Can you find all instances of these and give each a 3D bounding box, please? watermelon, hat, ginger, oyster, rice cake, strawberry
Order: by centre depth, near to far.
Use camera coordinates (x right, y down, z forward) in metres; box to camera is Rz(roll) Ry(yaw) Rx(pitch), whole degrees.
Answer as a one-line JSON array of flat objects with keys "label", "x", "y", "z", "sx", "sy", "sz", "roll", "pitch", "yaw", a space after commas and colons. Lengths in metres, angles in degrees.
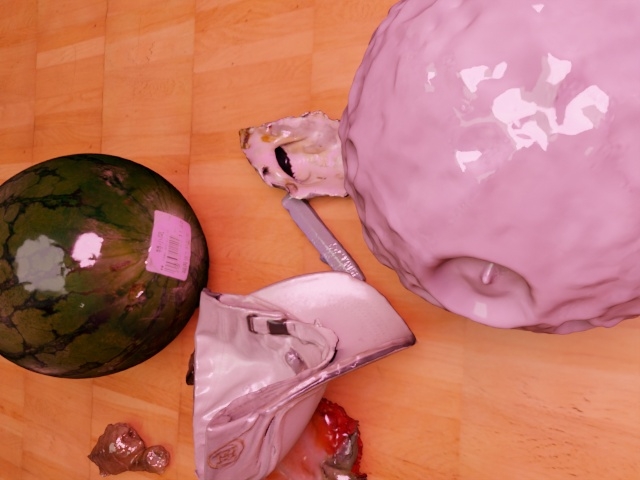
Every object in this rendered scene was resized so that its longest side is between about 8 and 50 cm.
[{"label": "hat", "x": -0.030, "y": 0.162, "z": 0.607, "sx": 0.301, "sy": 0.258, "sz": 0.168, "roll": -17, "pitch": 119, "yaw": -6}, {"label": "strawberry", "x": -0.041, "y": 0.296, "z": 0.689, "sx": 0.228, "sy": 0.098, "sz": 0.174, "roll": 7, "pitch": 83, "yaw": 32}, {"label": "oyster", "x": -0.022, "y": -0.114, "z": 0.707, "sx": 0.209, "sy": 0.072, "sz": 0.133, "roll": -5, "pitch": 80, "yaw": 11}, {"label": "rice cake", "x": 0.000, "y": 0.000, "z": 0.707, "sx": 0.042, "sy": 0.030, "sz": 0.180, "roll": -43, "pitch": 69, "yaw": 14}, {"label": "watermelon", "x": -0.354, "y": 0.038, "z": 0.748, "sx": 0.363, "sy": 0.363, "sz": 0.363, "roll": 0, "pitch": 90, "yaw": 31}, {"label": "ginger", "x": -0.350, "y": 0.383, "z": 0.896, "sx": 0.165, "sy": 0.067, "sz": 0.096, "roll": -11, "pitch": 84, "yaw": 17}]

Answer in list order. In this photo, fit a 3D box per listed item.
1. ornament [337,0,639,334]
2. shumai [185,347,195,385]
[{"label": "ornament", "x": 0.180, "y": -0.078, "z": 0.420, "sx": 0.337, "sy": 0.337, "sz": 0.337, "roll": 0, "pitch": 90, "yaw": 31}, {"label": "shumai", "x": -0.162, "y": 0.178, "z": 0.783, "sx": 0.139, "sy": 0.105, "sz": 0.123, "roll": -36, "pitch": 28, "yaw": 16}]
